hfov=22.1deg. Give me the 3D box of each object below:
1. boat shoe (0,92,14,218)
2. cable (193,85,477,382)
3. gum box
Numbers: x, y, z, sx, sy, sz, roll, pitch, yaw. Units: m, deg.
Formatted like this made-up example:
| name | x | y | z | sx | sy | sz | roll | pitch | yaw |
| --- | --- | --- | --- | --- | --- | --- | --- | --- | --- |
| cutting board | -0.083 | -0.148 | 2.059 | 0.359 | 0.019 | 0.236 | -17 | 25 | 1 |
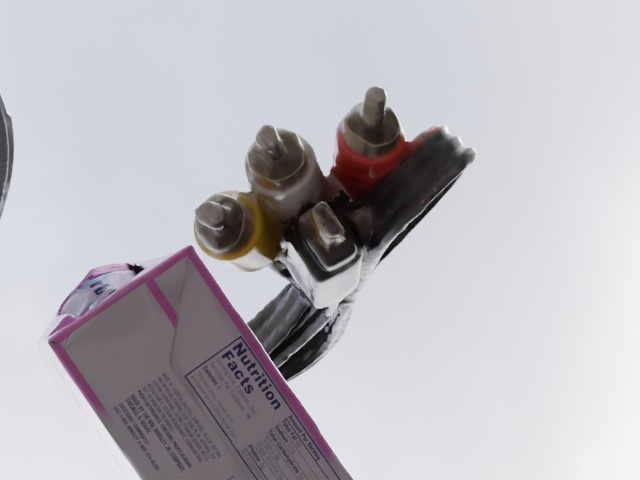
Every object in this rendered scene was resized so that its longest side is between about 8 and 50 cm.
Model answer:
| name | x | y | z | sx | sy | sz | roll | pitch | yaw |
| --- | --- | --- | --- | --- | --- | --- | --- | --- | --- |
| boat shoe | -0.228 | -0.106 | 0.852 | 0.109 | 0.094 | 0.302 | -16 | -46 | -19 |
| cable | 0.000 | 0.000 | 0.855 | 0.139 | 0.072 | 0.287 | -32 | -11 | -12 |
| gum box | -0.034 | 0.090 | 0.615 | 0.062 | 0.107 | 0.188 | -35 | -86 | -14 |
